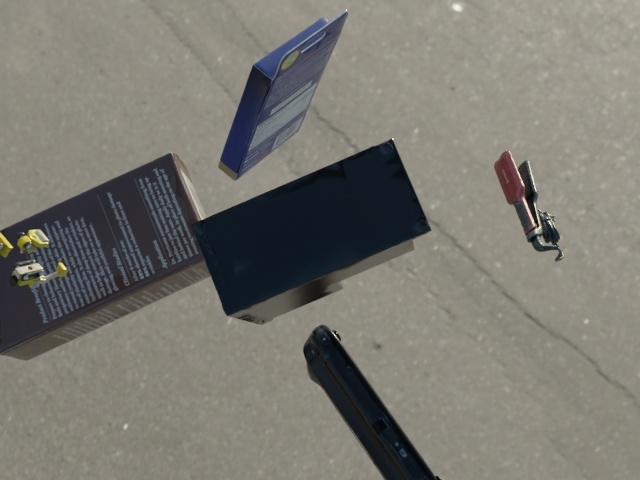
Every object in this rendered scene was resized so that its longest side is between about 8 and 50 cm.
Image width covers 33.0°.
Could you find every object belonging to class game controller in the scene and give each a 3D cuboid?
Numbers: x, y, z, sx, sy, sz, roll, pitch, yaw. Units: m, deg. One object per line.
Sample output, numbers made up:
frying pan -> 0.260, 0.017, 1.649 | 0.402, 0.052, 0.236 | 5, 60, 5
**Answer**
game controller -> 0.075, 0.273, 1.606 | 0.067, 0.166, 0.319 | -32, 69, -9

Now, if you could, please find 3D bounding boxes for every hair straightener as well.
hair straightener -> 0.335, -0.047, 1.654 | 0.089, 0.047, 0.230 | 20, 32, -27

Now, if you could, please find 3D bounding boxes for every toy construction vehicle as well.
toy construction vehicle -> -0.379, 0.024, 1.363 | 0.086, 0.035, 0.098 | 43, 33, 22

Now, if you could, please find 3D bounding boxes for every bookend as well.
bookend -> 0.000, 0.000, 0.827 | 0.157, 0.156, 0.072 | -23, 81, 4

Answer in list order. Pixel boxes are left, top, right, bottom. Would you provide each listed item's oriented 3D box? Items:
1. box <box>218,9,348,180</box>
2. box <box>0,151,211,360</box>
box -> -0.047, -0.182, 1.312 | 0.036, 0.225, 0.136 | 41, 51, 9
box -> -0.362, 0.031, 1.758 | 0.381, 0.143, 0.191 | -24, 77, 0
